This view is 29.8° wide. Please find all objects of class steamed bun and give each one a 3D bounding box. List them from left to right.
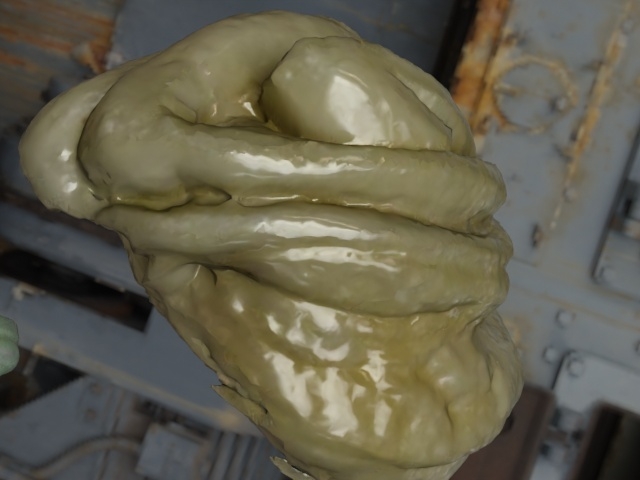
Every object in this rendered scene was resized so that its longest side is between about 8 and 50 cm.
[{"bbox_3d":[-0.001,-0.001,0.782,0.230,0.372,0.325,-44,-158,-3],"label":"steamed bun"}]

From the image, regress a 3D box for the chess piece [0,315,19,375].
[{"bbox_3d":[-0.376,0.207,1.179,0.139,0.139,0.272,63,27,-72],"label":"chess piece"}]
